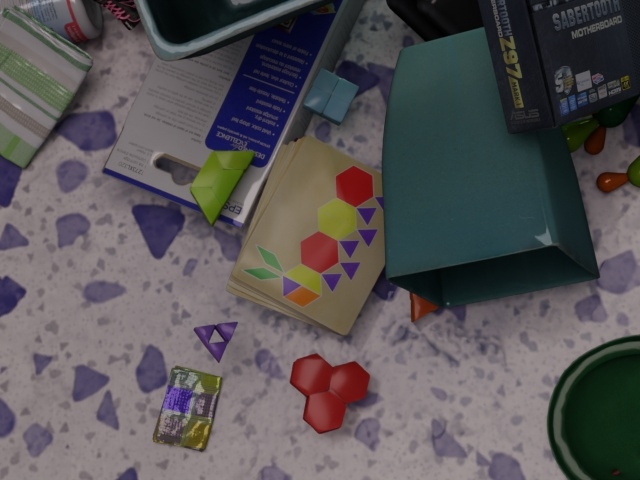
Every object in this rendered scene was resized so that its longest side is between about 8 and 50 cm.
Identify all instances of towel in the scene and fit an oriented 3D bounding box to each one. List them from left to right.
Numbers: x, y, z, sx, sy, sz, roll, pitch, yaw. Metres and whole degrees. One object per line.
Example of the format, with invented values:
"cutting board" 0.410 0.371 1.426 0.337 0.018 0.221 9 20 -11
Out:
"towel" -0.332 -0.167 1.622 0.113 0.023 0.152 34 106 -5
"towel" -0.138 0.176 1.545 0.060 0.009 0.083 12 79 16

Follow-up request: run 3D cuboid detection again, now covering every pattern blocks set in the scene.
"pattern blocks set" 0.000 0.000 1.515 0.285 0.026 0.325 36 79 1

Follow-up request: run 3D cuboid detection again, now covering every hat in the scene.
"hat" 0.308 0.153 1.363 0.208 0.183 0.173 -16 73 8

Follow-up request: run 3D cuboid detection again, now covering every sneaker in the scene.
"sneaker" -0.216 -0.261 1.627 0.047 0.119 0.057 -2 88 45

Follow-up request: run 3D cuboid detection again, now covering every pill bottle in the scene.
"pill bottle" -0.332 -0.250 1.655 0.160 0.087 0.087 -13 73 9

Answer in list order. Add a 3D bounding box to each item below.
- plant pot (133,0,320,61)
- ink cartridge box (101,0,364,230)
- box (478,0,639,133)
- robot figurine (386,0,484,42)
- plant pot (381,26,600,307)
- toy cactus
"plant pot" -0.069 -0.323 1.455 0.248 0.252 0.247 -22 91 5
"ink cartridge box" -0.077 -0.201 1.600 0.176 0.069 0.371 22 79 16
"box" 0.241 -0.213 1.350 0.059 0.233 0.183 -5 102 47
"robot figurine" 0.185 -0.328 1.519 0.209 0.173 0.278 32 85 18
"plant pot" 0.155 -0.075 1.427 0.166 0.165 0.234 -11 74 22
"toy cactus" 0.337 -0.140 1.486 0.219 0.112 0.180 -10 64 20
